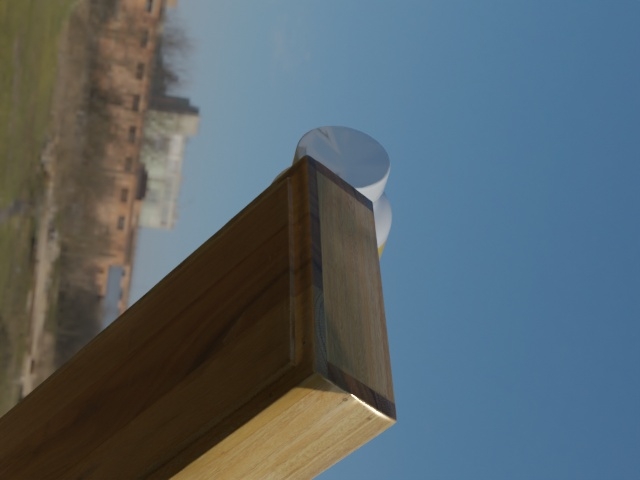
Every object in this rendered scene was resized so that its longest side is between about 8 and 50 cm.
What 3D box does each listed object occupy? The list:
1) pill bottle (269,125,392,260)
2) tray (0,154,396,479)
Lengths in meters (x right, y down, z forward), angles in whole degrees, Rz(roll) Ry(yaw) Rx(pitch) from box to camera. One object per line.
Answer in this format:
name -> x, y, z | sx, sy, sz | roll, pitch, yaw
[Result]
pill bottle -> 0.000, 0.000, 0.919 | 0.103, 0.103, 0.184 | -95, -166, -45
tray -> -0.126, 0.135, 0.802 | 0.411, 0.076, 0.203 | -38, -147, 27
